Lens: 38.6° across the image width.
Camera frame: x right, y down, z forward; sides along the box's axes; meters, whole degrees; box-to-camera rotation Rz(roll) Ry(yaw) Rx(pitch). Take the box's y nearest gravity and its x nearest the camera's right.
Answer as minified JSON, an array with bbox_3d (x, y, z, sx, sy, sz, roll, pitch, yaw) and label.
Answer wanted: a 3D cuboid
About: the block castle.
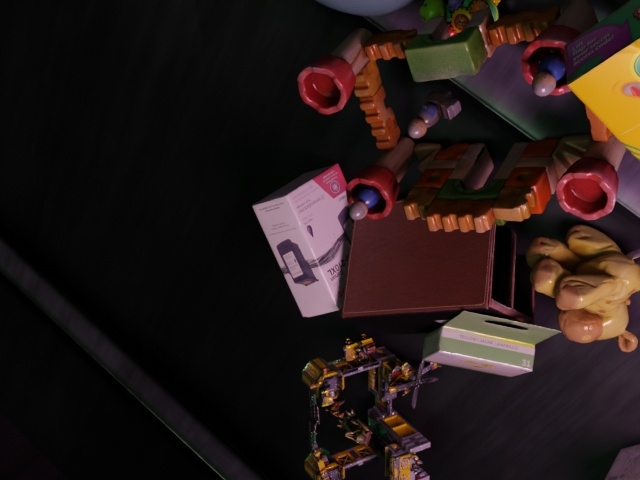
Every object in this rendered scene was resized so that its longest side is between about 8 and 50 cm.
[{"bbox_3d":[0.210,-0.172,1.380,0.453,0.213,0.303,1,130,35],"label":"block castle"}]

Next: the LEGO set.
[{"bbox_3d":[0.099,0.372,1.792,0.192,0.255,0.331,36,125,54],"label":"LEGO set"}]

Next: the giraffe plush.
[{"bbox_3d":[0.437,0.091,1.462,0.210,0.181,0.170,-4,128,2],"label":"giraffe plush"}]

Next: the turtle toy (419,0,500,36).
[{"bbox_3d":[0.219,-0.350,1.423,0.130,0.066,0.095,21,125,28],"label":"turtle toy"}]

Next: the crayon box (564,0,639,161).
[{"bbox_3d":[0.529,-0.206,1.067,0.313,0.106,0.363,37,129,-24],"label":"crayon box"}]

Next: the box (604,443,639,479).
[{"bbox_3d":[0.596,0.506,1.544,0.087,0.169,0.290,-30,93,41],"label":"box"}]

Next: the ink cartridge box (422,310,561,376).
[{"bbox_3d":[0.285,0.181,1.554,0.171,0.056,0.235,12,165,-5],"label":"ink cartridge box"}]

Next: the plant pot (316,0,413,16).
[{"bbox_3d":[0.071,-0.452,1.370,0.290,0.290,0.195,13,157,32],"label":"plant pot"}]

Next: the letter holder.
[{"bbox_3d":[0.207,0.041,1.602,0.302,0.152,0.214,-8,68,40],"label":"letter holder"}]

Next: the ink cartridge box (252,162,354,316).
[{"bbox_3d":[0.000,0.000,1.718,0.100,0.172,0.237,-14,105,42],"label":"ink cartridge box"}]
